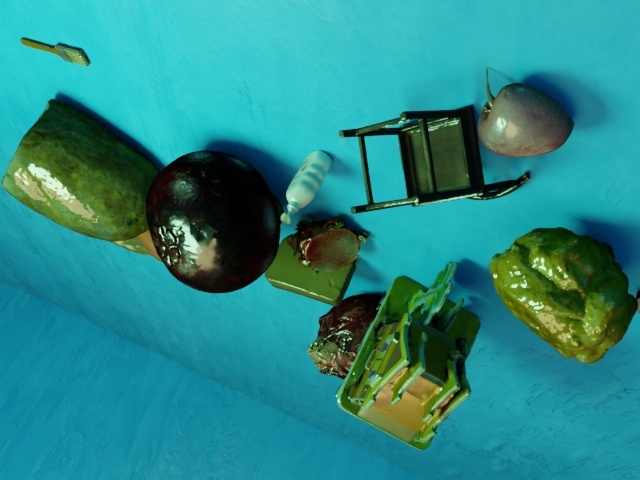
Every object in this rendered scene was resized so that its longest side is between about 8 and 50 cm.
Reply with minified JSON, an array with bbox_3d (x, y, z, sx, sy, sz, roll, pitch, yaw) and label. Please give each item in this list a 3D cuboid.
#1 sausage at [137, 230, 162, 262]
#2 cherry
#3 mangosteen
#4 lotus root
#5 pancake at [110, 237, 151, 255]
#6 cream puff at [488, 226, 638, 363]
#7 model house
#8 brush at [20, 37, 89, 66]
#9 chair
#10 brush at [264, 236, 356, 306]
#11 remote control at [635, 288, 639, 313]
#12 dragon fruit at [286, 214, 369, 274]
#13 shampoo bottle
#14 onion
[{"bbox_3d":[-0.441,-0.026,1.794,0.113,0.114,0.259,14,150,25],"label":"sausage"},{"bbox_3d":[0.269,-0.159,0.892,0.126,0.087,0.106,19,158,23],"label":"cherry"},{"bbox_3d":[-0.206,-0.043,1.374,0.297,0.293,0.297,49,148,44],"label":"mangosteen"},{"bbox_3d":[-0.529,-0.139,1.541,0.346,0.251,0.250,32,155,-26],"label":"lotus root"},{"bbox_3d":[-0.586,-0.043,1.969,0.294,0.050,0.294,18,152,10],"label":"pancake"},{"bbox_3d":[0.396,0.084,1.093,0.244,0.244,0.196,34,118,-14],"label":"cream puff"},{"bbox_3d":[0.233,0.231,1.346,0.242,0.358,0.313,31,164,-6],"label":"model house"},{"bbox_3d":[-0.535,-0.381,1.331,0.169,0.014,0.043,19,154,19],"label":"brush"},{"bbox_3d":[0.177,-0.120,1.011,0.260,0.142,0.154,-11,-177,-40],"label":"chair"},{"bbox_3d":[-0.021,0.072,1.557,0.197,0.123,0.059,16,157,24],"label":"brush"},{"bbox_3d":[0.655,0.153,1.152,0.244,0.047,0.087,30,157,-3],"label":"remote control"},{"bbox_3d":[0.000,0.000,1.431,0.175,0.142,0.139,31,121,39],"label":"dragon fruit"},{"bbox_3d":[-0.033,-0.092,1.229,0.045,0.152,0.077,35,154,-20],"label":"shampoo bottle"},{"bbox_3d":[0.098,0.238,1.665,0.280,0.281,0.221,-1,109,45],"label":"onion"}]
